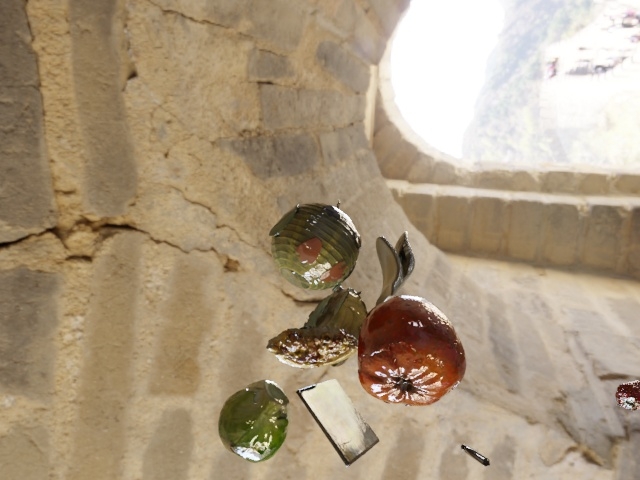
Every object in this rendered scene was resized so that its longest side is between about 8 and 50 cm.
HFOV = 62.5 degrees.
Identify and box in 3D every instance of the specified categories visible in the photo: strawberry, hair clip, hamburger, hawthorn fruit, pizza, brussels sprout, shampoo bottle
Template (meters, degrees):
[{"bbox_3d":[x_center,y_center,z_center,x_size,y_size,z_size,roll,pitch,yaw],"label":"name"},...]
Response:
[{"bbox_3d":[0.787,0.387,1.334,0.083,0.073,0.073,-40,-43,-33],"label":"strawberry"},{"bbox_3d":[0.251,0.094,1.785,0.172,0.113,0.282,116,156,-58],"label":"hair clip"},{"bbox_3d":[0.070,0.315,1.856,0.211,0.133,0.308,58,-140,-21],"label":"hamburger"},{"bbox_3d":[0.216,0.252,1.334,0.307,0.276,0.276,-90,-9,-47],"label":"hawthorn fruit"},{"bbox_3d":[-0.017,0.282,1.371,0.058,0.247,0.127,-122,46,-67],"label":"pizza"},{"bbox_3d":[-0.193,0.542,1.609,0.271,0.220,0.210,-60,-5,24],"label":"brussels sprout"},{"bbox_3d":[0.511,0.710,1.752,0.027,0.048,0.137,-53,14,-11],"label":"shampoo bottle"}]

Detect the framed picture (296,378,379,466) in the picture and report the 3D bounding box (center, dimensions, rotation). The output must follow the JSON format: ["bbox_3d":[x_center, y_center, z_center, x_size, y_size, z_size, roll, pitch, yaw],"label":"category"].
[{"bbox_3d":[0.064,0.568,1.690,0.016,0.265,0.347,-42,-21,10],"label":"framed picture"}]

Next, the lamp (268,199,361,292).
[{"bbox_3d":[0.000,0.000,1.440,0.284,0.250,0.250,-57,-31,-30],"label":"lamp"}]
